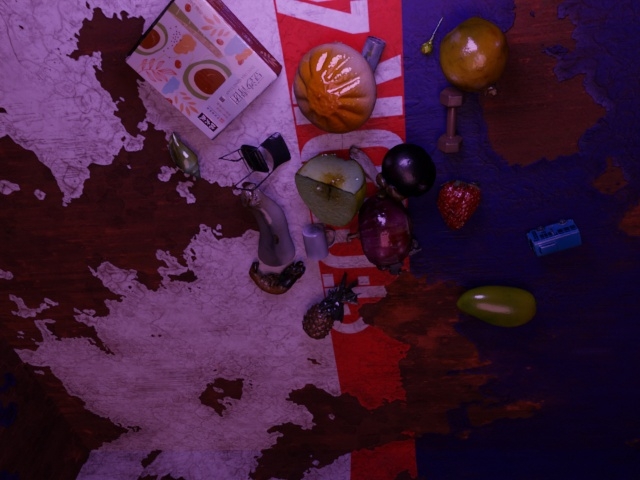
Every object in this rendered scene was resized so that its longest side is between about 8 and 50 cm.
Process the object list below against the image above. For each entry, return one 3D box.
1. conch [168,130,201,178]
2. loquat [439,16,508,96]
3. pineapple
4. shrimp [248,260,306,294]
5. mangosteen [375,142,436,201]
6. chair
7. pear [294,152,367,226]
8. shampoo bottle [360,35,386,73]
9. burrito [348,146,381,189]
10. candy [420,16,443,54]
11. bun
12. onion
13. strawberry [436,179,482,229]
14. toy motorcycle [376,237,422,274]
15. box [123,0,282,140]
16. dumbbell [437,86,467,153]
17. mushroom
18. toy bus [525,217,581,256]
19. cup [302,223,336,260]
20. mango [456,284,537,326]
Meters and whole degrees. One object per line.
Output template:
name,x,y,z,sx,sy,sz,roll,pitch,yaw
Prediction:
conch,-0.528,-0.317,1.846,0.095,0.079,0.200,-27,103,37
loquat,0.484,-0.555,1.482,0.214,0.213,0.246,-29,89,23
pineapple,0.054,0.309,2.199,0.166,0.165,0.364,30,122,-16
shrimp,-0.202,0.144,2.161,0.222,0.054,0.290,37,129,-20
mangosteen,0.297,-0.235,1.748,0.211,0.211,0.250,40,119,-22
chair,-0.243,-0.309,1.812,0.145,0.221,0.140,19,143,48
pear,0.061,-0.179,1.821,0.293,0.159,0.292,24,142,21
shampoo bottle,0.148,-0.571,1.602,0.072,0.072,0.214,18,126,-8
burrito,0.183,-0.266,1.826,0.058,0.063,0.229,-5,134,51
candy,0.364,-0.663,1.543,0.035,0.035,0.122,16,118,-19
bun,0.033,-0.489,1.561,0.299,0.165,0.298,15,126,21
onion,0.244,-0.048,1.873,0.273,0.256,0.230,-27,138,-3
strawberry,0.527,-0.129,1.871,0.175,0.098,0.228,14,125,-4
toy motorcycle,0.346,0.077,2.052,0.215,0.080,0.122,-39,114,24
box,-0.387,-0.595,1.598,0.345,0.122,0.385,-35,116,26
dumbbell,0.461,-0.419,1.675,0.082,0.092,0.230,17,131,29
mushroom,-0.218,-0.061,1.976,0.178,0.126,0.396,3,130,14
toy bus,0.937,-0.008,1.918,0.185,0.106,0.090,-19,125,18
cup,-0.009,-0.002,2.030,0.099,0.136,0.133,18,134,35
mango,0.782,0.291,2.123,0.344,0.156,0.192,6,118,5
